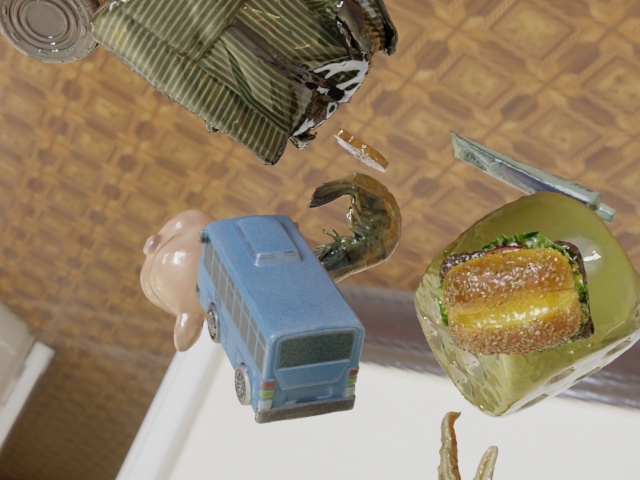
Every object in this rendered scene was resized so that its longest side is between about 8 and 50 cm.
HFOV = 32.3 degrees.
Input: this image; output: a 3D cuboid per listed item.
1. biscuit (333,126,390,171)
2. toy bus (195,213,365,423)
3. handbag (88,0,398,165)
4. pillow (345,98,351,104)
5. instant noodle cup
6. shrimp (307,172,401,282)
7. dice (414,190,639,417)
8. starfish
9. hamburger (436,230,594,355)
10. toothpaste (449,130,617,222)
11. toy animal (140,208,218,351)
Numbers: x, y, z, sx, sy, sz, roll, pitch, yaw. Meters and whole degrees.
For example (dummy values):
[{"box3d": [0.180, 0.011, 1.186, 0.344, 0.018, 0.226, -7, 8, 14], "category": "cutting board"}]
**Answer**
[{"box3d": [0.071, -0.165, 1.975, 0.118, 0.023, 0.140, 37, 179, -29], "category": "biscuit"}, {"box3d": [-0.048, 0.070, 1.160, 0.116, 0.234, 0.134, -6, 124, -22], "category": "toy bus"}, {"box3d": [-0.063, -0.228, 1.205, 0.240, 0.247, 0.341, 46, -167, 0], "category": "handbag"}, {"box3d": [-0.053, -0.299, 1.799, 0.169, 0.059, 0.255, 44, 168, -36], "category": "pillow"}, {"box3d": [-0.432, -0.409, 1.825, 0.302, 0.181, 0.258, 3, 134, 5], "category": "instant noodle cup"}, {"box3d": [0.000, 0.000, 1.813, 0.169, 0.296, 0.058, 65, 165, -14], "category": "shrimp"}, {"box3d": [0.283, 0.092, 1.511, 0.227, 0.233, 0.238, 60, 162, 20], "category": "dice"}, {"box3d": [0.132, 0.295, 1.032, 0.050, 0.247, 0.138, 2, -177, -10], "category": "starfish"}, {"box3d": [0.204, 0.061, 1.190, 0.166, 0.087, 0.137, -9, 99, 23], "category": "hamburger"}, {"box3d": [0.306, -0.090, 1.604, 0.268, 0.047, 0.069, 29, -164, 25], "category": "toothpaste"}, {"box3d": [-0.195, 0.082, 2.129, 0.326, 0.237, 0.269, 32, -171, -17], "category": "toy animal"}]
